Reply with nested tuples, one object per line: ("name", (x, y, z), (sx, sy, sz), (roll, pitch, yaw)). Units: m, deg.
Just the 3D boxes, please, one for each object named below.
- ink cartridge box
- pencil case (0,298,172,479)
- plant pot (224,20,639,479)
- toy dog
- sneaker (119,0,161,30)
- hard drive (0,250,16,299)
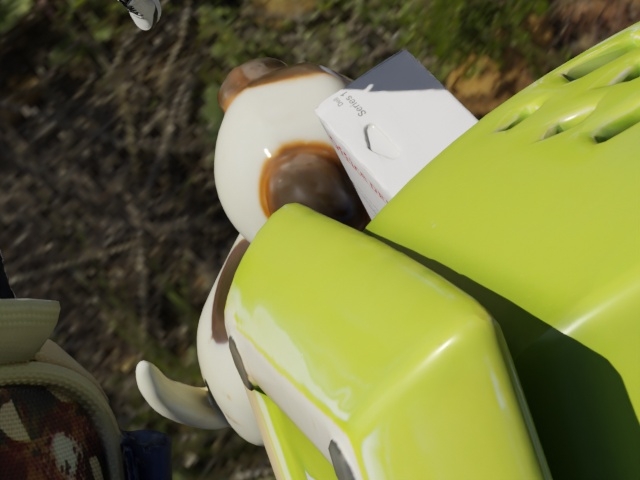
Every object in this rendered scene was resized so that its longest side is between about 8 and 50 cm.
("ink cartridge box", (0.101, -0.019, 1.521), (0.093, 0.160, 0.219), (-35, 136, -6))
("pencil case", (-0.244, 0.053, 0.792), (0.410, 0.160, 0.183), (23, 93, 42))
("plant pot", (0.104, 0.067, 0.526), (0.207, 0.227, 0.228), (-21, 103, -10))
("toy dog", (0.000, 0.000, 1.955), (0.396, 0.284, 0.408), (-6, 133, -5))
("sneaker", (-0.197, -0.255, 2.045), (0.040, 0.043, 0.109), (16, 149, 20))
("hard drive", (-0.292, 0.066, 1.227), (0.237, 0.064, 0.338), (-18, 92, 31))
